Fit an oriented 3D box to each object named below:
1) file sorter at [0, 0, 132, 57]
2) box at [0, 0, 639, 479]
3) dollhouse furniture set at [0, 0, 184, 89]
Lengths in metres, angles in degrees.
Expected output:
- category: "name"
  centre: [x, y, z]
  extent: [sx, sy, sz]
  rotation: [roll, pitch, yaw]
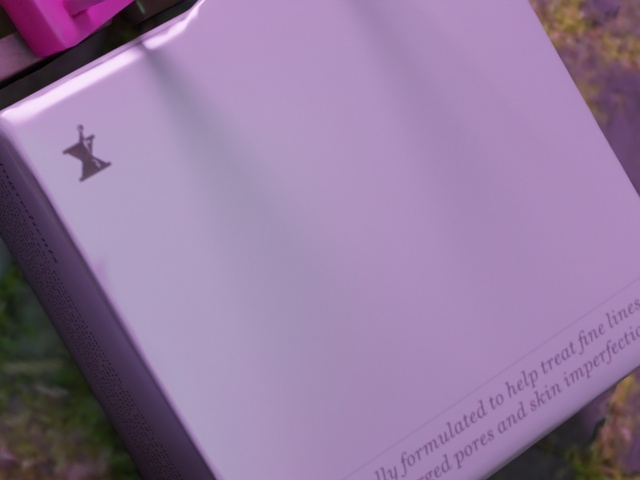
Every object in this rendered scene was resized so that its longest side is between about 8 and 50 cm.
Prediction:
- category: "file sorter"
  centre: [0.001, -0.231, 0.478]
  extent: [0.291, 0.182, 0.202]
  rotation: [-45, 112, -33]
- category: "box"
  centre: [0.000, 0.000, 0.545]
  extent: [0.181, 0.119, 0.182]
  rotation: [-31, 95, -18]
- category: "dollhouse furniture set"
  centre: [-0.258, -0.137, 0.509]
  extent: [0.355, 0.174, 0.303]
  rotation: [-34, 97, -42]
